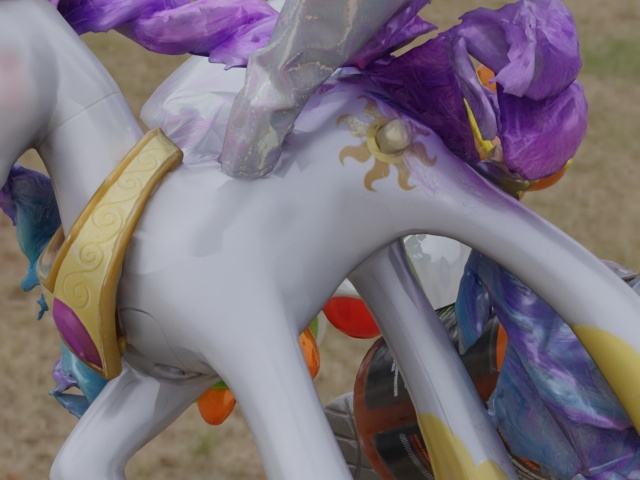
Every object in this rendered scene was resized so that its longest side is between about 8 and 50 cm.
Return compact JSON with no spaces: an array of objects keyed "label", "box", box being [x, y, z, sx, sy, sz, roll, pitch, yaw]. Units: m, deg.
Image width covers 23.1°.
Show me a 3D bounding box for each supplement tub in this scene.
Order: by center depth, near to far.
[{"label":"supplement tub","box":[0.108,0.070,0.765,0.106,0.106,0.198,-6,-11,-33]}]

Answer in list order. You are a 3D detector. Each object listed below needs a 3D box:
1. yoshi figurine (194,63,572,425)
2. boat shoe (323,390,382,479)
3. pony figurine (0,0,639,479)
[{"label":"yoshi figurine","box":[-0.016,-0.023,1.124,0.203,0.362,0.203,43,29,-21]},{"label":"boat shoe","box":[0.023,0.277,1.465,0.123,0.324,0.116,37,26,24]},{"label":"pony figurine","box":[0.002,-0.028,0.610,0.351,0.363,0.303,-35,0,-27]}]
